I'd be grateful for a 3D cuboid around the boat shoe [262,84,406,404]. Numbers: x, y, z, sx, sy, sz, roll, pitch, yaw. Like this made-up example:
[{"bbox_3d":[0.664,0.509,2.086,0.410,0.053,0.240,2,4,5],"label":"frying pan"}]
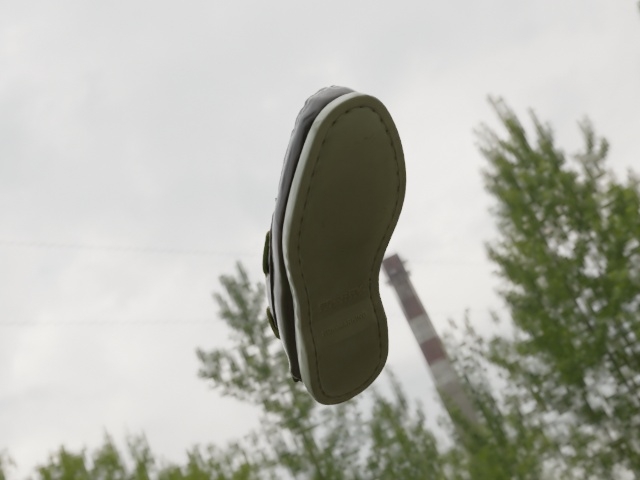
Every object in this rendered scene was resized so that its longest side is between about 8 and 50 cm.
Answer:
[{"bbox_3d":[0.000,0.000,0.700,0.081,0.069,0.228,-19,-47,-24],"label":"boat shoe"}]
